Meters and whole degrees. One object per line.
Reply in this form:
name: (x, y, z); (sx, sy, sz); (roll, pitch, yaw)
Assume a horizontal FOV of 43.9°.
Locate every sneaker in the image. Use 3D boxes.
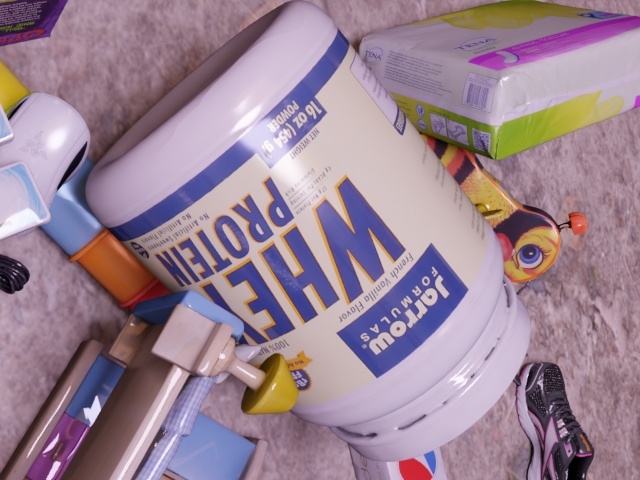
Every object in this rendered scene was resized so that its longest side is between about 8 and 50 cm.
sneaker: (0.289, 0.232, 0.941); (0.071, 0.077, 0.178); (-3, 82, -30)

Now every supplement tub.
supplement tub: (0.000, 0.000, 0.651); (0.325, 0.235, 0.235); (49, 63, -19)

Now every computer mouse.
computer mouse: (-0.255, -0.037, 0.638); (0.106, 0.193, 0.042); (36, 29, -11)

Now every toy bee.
toy bee: (0.204, -0.016, 0.892); (0.298, 0.162, 0.195); (51, 18, -20)

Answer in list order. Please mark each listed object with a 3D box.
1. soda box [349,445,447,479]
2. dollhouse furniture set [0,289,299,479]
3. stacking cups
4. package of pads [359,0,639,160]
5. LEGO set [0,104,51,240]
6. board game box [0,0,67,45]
soda box: (0.072, 0.197, 0.831); (0.069, 0.074, 0.216); (-11, 87, -29)
dollhouse furniture set: (-0.124, 0.217, 0.590); (0.198, 0.303, 0.287); (35, 67, -18)
stacking cups: (-0.223, -0.029, 0.713); (0.316, 0.096, 0.096); (51, 62, -17)
package of pads: (0.217, -0.196, 0.895); (0.296, 0.229, 0.101); (-20, 122, -30)
LEGO set: (-0.333, -0.054, 0.529); (0.244, 0.060, 0.183); (-24, 87, -22)
board game box: (-0.356, -0.171, 0.589); (0.346, 0.208, 0.056); (-22, 90, -30)
